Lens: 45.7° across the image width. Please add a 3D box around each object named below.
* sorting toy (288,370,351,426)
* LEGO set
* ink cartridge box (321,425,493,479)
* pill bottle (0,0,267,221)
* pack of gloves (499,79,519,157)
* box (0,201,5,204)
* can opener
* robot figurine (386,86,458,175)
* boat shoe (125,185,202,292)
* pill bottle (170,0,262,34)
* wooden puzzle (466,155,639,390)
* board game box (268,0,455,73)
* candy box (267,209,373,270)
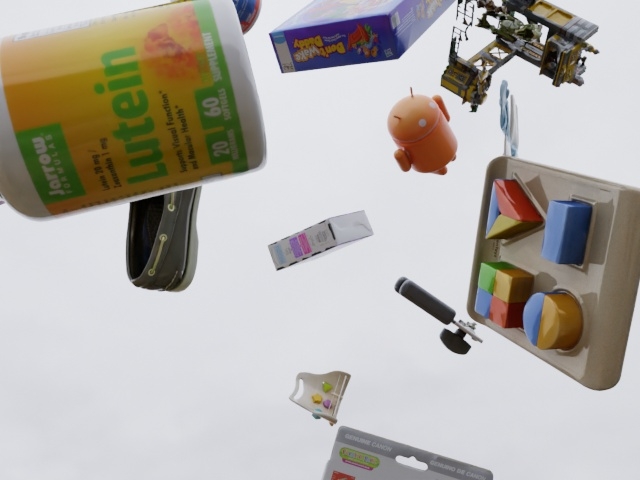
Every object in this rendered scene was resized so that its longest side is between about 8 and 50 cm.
[{"bbox_3d":[-0.005,0.221,1.084,0.075,0.083,0.045,22,-47,1],"label":"sorting toy"},{"bbox_3d":[0.342,-0.346,1.213,0.255,0.192,0.331,-34,-33,-32],"label":"LEGO set"},{"bbox_3d":[0.146,0.522,1.435,0.309,0.272,0.130,15,-11,10],"label":"ink cartridge box"},{"bbox_3d":[-0.172,-0.091,0.564,0.245,0.136,0.136,-14,-35,-7],"label":"pill bottle"},{"bbox_3d":[0.370,-0.197,1.545,0.046,0.232,0.195,-4,-16,23],"label":"pack of gloves"},{"bbox_3d":[-0.506,-0.144,1.117,0.243,0.117,0.213,-30,-13,-47],"label":"box"},{"bbox_3d":[0.292,0.190,1.879,0.280,0.074,0.093,39,-93,-20],"label":"can opener"},{"bbox_3d":[0.229,-0.237,1.713,0.158,0.128,0.219,-29,-48,12],"label":"robot figurine"},{"bbox_3d":[-0.245,-0.074,1.164,0.109,0.305,0.091,-5,-8,36],"label":"boat shoe"},{"bbox_3d":[-0.240,-0.523,1.596,0.124,0.124,0.221,-33,-31,34],"label":"pill bottle"},{"bbox_3d":[0.363,0.040,1.265,0.080,0.348,0.322,-1,-75,-27],"label":"wooden puzzle"},{"bbox_3d":[0.094,-0.420,1.392,0.233,0.347,0.078,1,-56,32],"label":"board game box"},{"bbox_3d":[0.000,0.000,1.821,0.196,0.070,0.164,-24,-5,35],"label":"candy box"}]
